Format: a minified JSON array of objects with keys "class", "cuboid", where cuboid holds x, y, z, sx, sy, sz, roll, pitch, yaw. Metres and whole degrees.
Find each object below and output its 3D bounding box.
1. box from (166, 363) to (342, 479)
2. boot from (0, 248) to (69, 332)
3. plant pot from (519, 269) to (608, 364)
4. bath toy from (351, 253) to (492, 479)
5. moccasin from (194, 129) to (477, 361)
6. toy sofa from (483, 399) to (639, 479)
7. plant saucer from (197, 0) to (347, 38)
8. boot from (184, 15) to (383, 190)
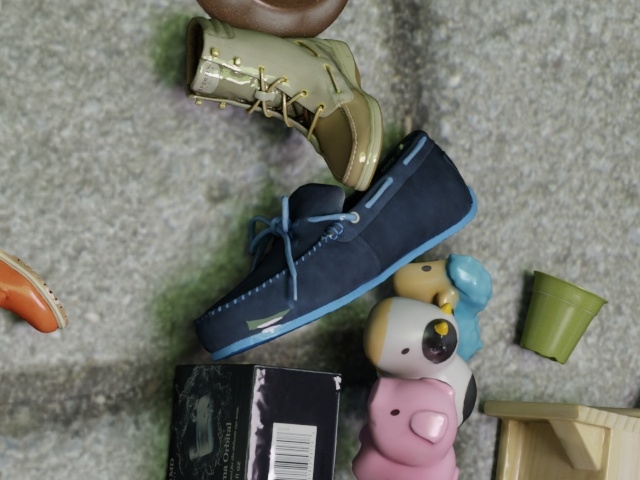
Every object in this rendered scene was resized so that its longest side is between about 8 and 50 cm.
[{"class":"box","cuboid":[-0.063,0.191,1.499,0.093,0.158,0.156,9,82,-29]},{"class":"boot","cuboid":[-0.293,0.041,1.446,0.158,0.059,0.084,41,71,-11]},{"class":"plant pot","cuboid":[0.243,0.083,1.732,0.083,0.083,0.079,25,88,-25]},{"class":"bath toy","cuboid":[0.090,0.163,1.516,0.151,0.129,0.348,46,34,-25]},{"class":"moccasin","cuboid":[0.000,0.000,1.584,0.342,0.137,0.117,-32,98,-41]},{"class":"toy sofa","cuboid":[0.251,0.343,1.668,0.177,0.150,0.362,13,80,-32]},{"class":"plant saucer","cuboid":[-0.042,-0.288,1.620,0.198,0.036,0.199,3,84,-30]},{"class":"boot","cuboid":[-0.037,-0.128,1.531,0.165,0.213,0.077,10,125,-23]}]
